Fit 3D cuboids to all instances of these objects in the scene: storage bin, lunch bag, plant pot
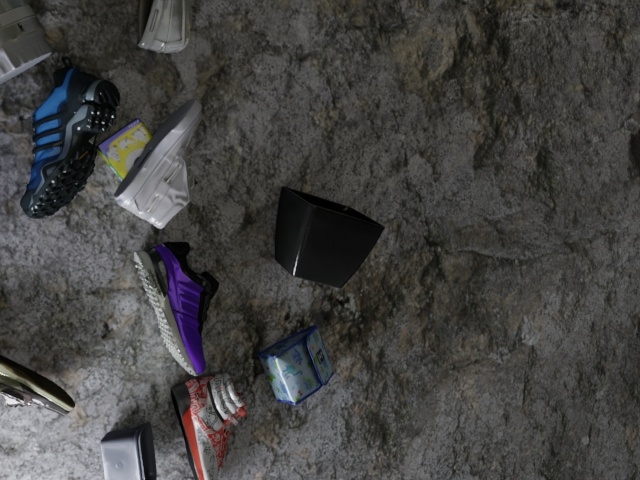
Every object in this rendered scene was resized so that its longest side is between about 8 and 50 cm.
[{"bbox_3d":[-0.395,0.447,1.507,0.091,0.098,0.135,-4,97,2],"label":"storage bin"},{"bbox_3d":[-0.044,0.281,1.660,0.151,0.096,0.128,-27,103,-36],"label":"lunch bag"},{"bbox_3d":[0.000,0.000,1.615,0.188,0.188,0.166,16,98,-26],"label":"plant pot"}]

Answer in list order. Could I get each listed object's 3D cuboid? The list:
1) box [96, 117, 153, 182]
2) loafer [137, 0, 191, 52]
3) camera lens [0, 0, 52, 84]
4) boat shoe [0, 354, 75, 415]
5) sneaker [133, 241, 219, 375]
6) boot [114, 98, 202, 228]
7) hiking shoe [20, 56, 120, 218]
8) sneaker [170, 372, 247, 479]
[{"bbox_3d":[-0.363,-0.148,1.499,0.105,0.043,0.179,-40,111,-18],"label":"box"},{"bbox_3d":[-0.324,-0.537,1.452,0.112,0.112,0.319,-7,97,-34],"label":"loafer"},{"bbox_3d":[-0.626,-0.397,1.254,0.219,0.219,0.274,-37,111,-19],"label":"camera lens"},{"bbox_3d":[-0.585,0.284,1.408,0.224,0.080,0.073,35,84,-18],"label":"boat shoe"},{"bbox_3d":[-0.271,0.135,1.530,0.146,0.102,0.293,-24,103,-23],"label":"sneaker"},{"bbox_3d":[-0.290,-0.151,1.470,0.123,0.095,0.258,38,86,-29],"label":"boot"},{"bbox_3d":[-0.503,-0.188,1.410,0.132,0.113,0.304,30,93,15],"label":"hiking shoe"},{"bbox_3d":[-0.220,0.420,1.581,0.145,0.090,0.269,-16,98,-21],"label":"sneaker"}]
